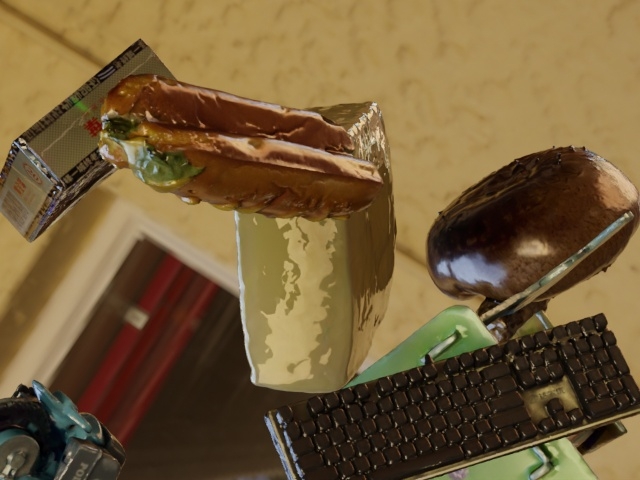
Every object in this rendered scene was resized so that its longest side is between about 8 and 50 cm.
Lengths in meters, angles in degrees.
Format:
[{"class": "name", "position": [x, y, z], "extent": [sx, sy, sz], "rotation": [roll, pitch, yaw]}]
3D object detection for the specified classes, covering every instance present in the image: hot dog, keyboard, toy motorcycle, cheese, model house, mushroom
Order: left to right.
[{"class": "toy motorcycle", "position": [-0.227, 0.237, 1.100], "extent": [0.182, 0.124, 0.272], "rotation": [28, -89, -41]}, {"class": "hot dog", "position": [-0.060, -0.068, 1.160], "extent": [0.269, 0.115, 0.072], "rotation": [9, -47, -46]}, {"class": "cheese", "position": [0.000, 0.000, 1.587], "extent": [0.265, 0.124, 0.242], "rotation": [-56, -40, -69]}, {"class": "keyboard", "position": [0.115, 0.135, 1.259], "extent": [0.317, 0.106, 0.027], "rotation": [-15, -25, -20]}, {"class": "mushroom", "position": [0.245, -0.005, 1.842], "extent": [0.278, 0.163, 0.297], "rotation": [-52, 18, -23]}, {"class": "model house", "position": [0.241, 0.176, 1.475], "extent": [0.340, 0.300, 0.324], "rotation": [-40, -10, 21]}]

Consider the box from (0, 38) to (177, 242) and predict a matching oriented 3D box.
[{"class": "box", "position": [-0.293, -0.113, 1.874], "extent": [0.198, 0.084, 0.310], "rotation": [-43, 3, -21]}]
